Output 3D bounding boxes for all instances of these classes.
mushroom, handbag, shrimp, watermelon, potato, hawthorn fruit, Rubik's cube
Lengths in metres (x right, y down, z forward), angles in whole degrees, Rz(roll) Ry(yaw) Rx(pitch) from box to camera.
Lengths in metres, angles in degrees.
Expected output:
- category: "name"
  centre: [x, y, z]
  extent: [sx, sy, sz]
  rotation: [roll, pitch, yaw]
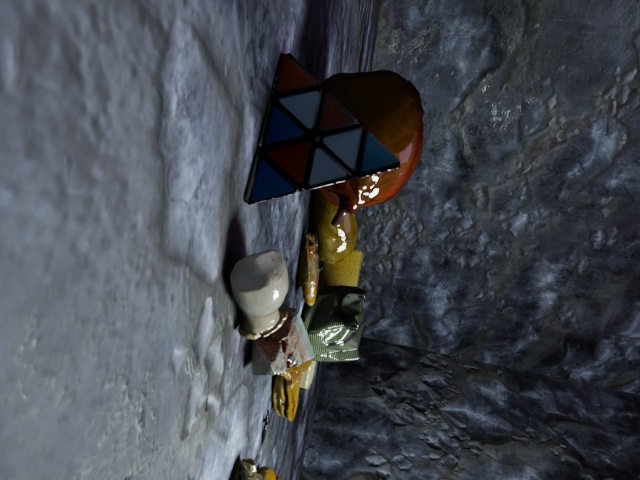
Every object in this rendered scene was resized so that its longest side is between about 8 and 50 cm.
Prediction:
- category: "mushroom"
  centre: [-0.101, 0.093, 0.700]
  extent: [0.212, 0.088, 0.097]
  rotation: [102, 14, -47]
- category: "handbag"
  centre: [0.054, 0.322, 1.643]
  extent: [0.340, 0.240, 0.247]
  rotation: [-63, 158, -62]
- category: "shrimp"
  centre: [-0.029, 0.088, 1.300]
  extent: [0.150, 0.068, 0.248]
  rotation: [-91, -177, -61]
- category: "watermelon"
  centre: [-0.094, 0.234, 0.935]
  extent: [0.241, 0.094, 0.154]
  rotation: [-29, 109, -75]
- category: "potato"
  centre: [0.047, -0.095, 1.335]
  extent: [0.195, 0.176, 0.369]
  rotation: [-33, 134, -48]
- category: "hawthorn fruit"
  centre: [0.088, -0.227, 0.947]
  extent: [0.324, 0.308, 0.308]
  rotation: [-64, 163, -55]
- category: "Rubik's cube"
  centre: [-0.072, -0.123, 0.750]
  extent: [0.234, 0.284, 0.250]
  rotation: [-50, -170, -35]

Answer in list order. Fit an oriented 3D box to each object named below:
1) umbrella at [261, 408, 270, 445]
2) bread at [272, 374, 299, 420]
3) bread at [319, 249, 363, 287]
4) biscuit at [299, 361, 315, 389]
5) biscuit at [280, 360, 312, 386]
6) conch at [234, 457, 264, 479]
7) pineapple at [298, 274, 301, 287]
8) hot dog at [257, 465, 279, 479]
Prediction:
- category: "umbrella"
  centre: [-0.156, 0.526, 1.170]
  extent: [0.022, 0.022, 0.148]
  rotation: [-111, -151, -55]
- category: "bread"
  centre: [-0.100, 0.441, 1.242]
  extent: [0.116, 0.077, 0.200]
  rotation: [-68, 164, -53]
- category: "bread"
  centre: [0.087, 0.173, 1.901]
  extent: [0.114, 0.185, 0.274]
  rotation: [64, 36, -72]
- category: "biscuit"
  centre: [-0.057, 0.573, 1.863]
  extent: [0.056, 0.052, 0.188]
  rotation: [16, 83, -66]
- category: "biscuit"
  centre: [-0.081, 0.318, 1.143]
  extent: [0.250, 0.035, 0.162]
  rotation: [37, 45, -58]
- category: "conch"
  centre: [-0.137, 0.646, 0.918]
  extent: [0.210, 0.159, 0.291]
  rotation: [63, 36, -76]
- category: "pineapple"
  centre: [-0.059, 0.132, 1.354]
  extent: [0.083, 0.019, 0.045]
  rotation: [21, 74, -82]
- category: "hot dog"
  centre: [-0.165, 0.719, 1.132]
  extent: [0.249, 0.076, 0.102]
  rotation: [-45, 141, -76]
